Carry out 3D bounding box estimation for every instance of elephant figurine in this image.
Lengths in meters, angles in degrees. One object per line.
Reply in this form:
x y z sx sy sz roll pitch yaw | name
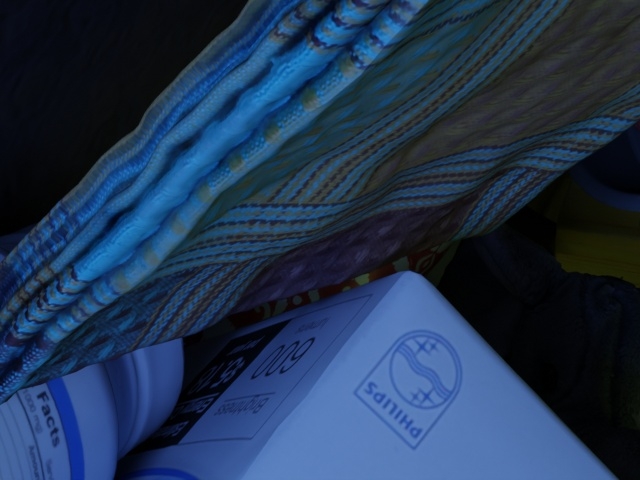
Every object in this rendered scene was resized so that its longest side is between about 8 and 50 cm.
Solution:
0.128 0.062 0.871 0.169 0.186 0.239 -24 162 -26 | elephant figurine

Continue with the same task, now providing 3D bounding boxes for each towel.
0.078 -0.064 0.463 0.271 0.040 0.370 -17 165 -42 | towel

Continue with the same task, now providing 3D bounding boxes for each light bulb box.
-0.069 0.236 0.667 0.361 0.225 0.358 -49 -170 -23 | light bulb box

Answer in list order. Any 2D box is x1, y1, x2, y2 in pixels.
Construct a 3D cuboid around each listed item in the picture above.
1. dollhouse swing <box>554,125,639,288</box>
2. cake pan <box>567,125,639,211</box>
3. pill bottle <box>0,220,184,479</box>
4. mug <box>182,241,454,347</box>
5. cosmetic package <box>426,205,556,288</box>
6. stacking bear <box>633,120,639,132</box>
0.340 -0.081 1.205 0.305 0.315 0.347 47 59 -51 | dollhouse swing
0.239 -0.148 0.993 0.293 0.054 0.293 -43 -144 44 | cake pan
-0.144 0.069 0.560 0.221 0.124 0.124 -31 150 -54 | pill bottle
0.007 0.005 0.872 0.169 0.113 0.150 -55 161 8 | mug
0.023 0.127 1.142 0.284 0.097 0.377 -63 162 20 | cosmetic package
0.094 -0.129 0.805 0.289 0.175 0.164 -16 139 -53 | stacking bear
